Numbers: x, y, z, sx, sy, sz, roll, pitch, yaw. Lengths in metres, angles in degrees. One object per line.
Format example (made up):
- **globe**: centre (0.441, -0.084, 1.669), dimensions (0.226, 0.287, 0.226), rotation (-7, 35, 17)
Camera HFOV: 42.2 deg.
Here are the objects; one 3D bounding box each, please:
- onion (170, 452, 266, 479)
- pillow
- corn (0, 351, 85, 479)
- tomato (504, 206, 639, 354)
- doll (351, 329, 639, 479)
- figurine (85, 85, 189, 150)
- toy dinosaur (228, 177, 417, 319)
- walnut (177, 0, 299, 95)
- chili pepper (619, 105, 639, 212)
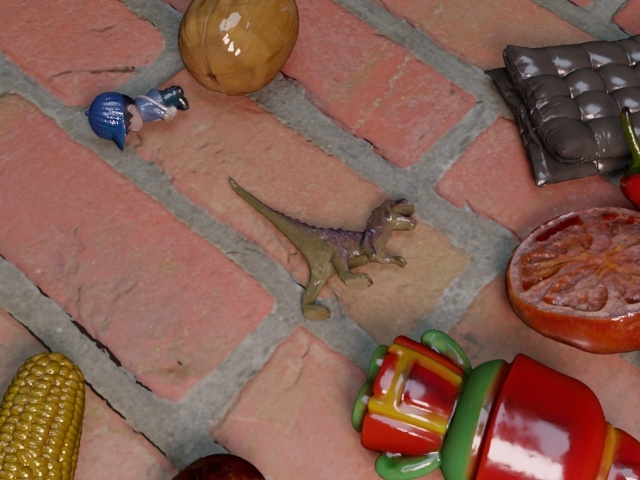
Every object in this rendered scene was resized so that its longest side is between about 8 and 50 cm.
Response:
- **onion**: centre (-0.108, 0.277, 0.861), dimensions (0.117, 0.119, 0.118), rotation (-35, 67, -28)
- **pillow**: centre (0.432, -0.199, 1.209), dimensions (0.326, 0.101, 0.228), rotation (-7, 58, -12)
- **corn**: centre (-0.307, 0.260, 0.853), dimensions (0.106, 0.106, 0.305), rotation (4, 57, -2)
- **tomato**: centre (0.349, 0.054, 1.011), dimensions (0.236, 0.095, 0.237), rotation (-18, 31, 11)
- **doll**: centre (0.216, 0.216, 0.893), dimensions (0.363, 0.160, 0.183), rotation (22, 58, 8)
- **figurine**: centre (-0.255, -0.185, 1.153), dimensions (0.136, 0.079, 0.077), rotation (-36, 26, -19)
- **toy dinosaur**: centre (0.001, 0.003, 1.076), dimensions (0.251, 0.072, 0.200), rotation (-4, 48, 6)
- **walnut**: centre (-0.117, -0.297, 1.187), dimensions (0.165, 0.165, 0.197), rotation (13, 58, 3)
- **chili pepper**: centre (0.529, -0.035, 1.107), dimensions (0.368, 0.092, 0.137), rotation (26, 81, -9)
